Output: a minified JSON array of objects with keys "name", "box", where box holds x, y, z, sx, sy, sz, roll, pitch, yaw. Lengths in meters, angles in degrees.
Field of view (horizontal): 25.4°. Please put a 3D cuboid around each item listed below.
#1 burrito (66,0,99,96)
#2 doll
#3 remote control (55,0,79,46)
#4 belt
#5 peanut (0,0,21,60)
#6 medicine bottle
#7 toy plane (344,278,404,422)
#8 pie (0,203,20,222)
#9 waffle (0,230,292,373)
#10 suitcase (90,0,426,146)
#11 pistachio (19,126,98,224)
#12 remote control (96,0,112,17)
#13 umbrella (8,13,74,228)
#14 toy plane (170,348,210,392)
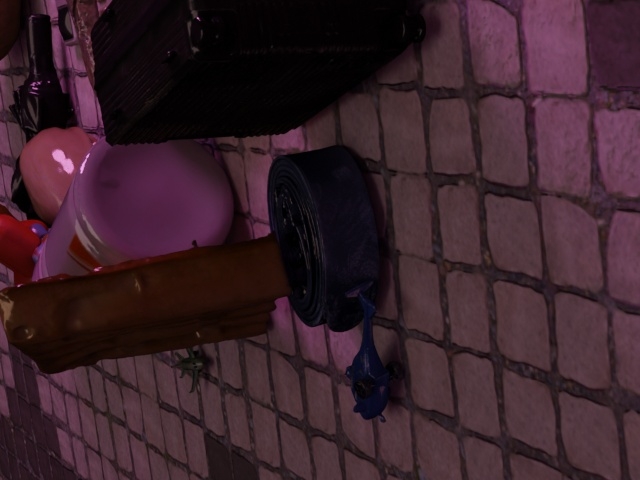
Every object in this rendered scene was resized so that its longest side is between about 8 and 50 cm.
[{"name":"burrito","box":[-0.328,-0.289,2.037,0.051,0.042,0.171,2,105,52]},{"name":"doll","box":[-0.378,0.053,2.062,0.290,0.130,0.161,39,168,-27]},{"name":"remote control","box":[-0.393,-0.420,2.117,0.067,0.029,0.261,4,105,62]},{"name":"belt","box":[0.000,0.000,1.485,0.141,0.082,0.190,-165,65,-66]},{"name":"peanut","box":[-0.570,-0.425,2.303,0.387,0.169,0.192,106,147,-44]},{"name":"medicine bottle","box":[-0.249,0.008,1.836,0.202,0.202,0.316,68,152,17]},{"name":"toy plane","box":[0.047,0.119,1.464,0.062,0.054,0.167,34,137,41]},{"name":"pie","box":[-0.463,0.016,2.265,0.069,0.273,0.273,-55,37,-1]},{"name":"waffle","box":[-0.198,0.078,1.587,0.348,0.304,0.077,115,143,-78]},{"name":"suitcase","box":[-0.076,-0.208,1.384,0.335,0.229,0.152,154,110,-63]},{"name":"pistachio","box":[-0.371,-0.086,2.105,0.215,0.144,0.144,52,144,43]},{"name":"remote control","box":[-0.265,-0.359,1.869,0.103,0.055,0.277,2,103,62]},{"name":"umbrella","box":[-0.435,-0.185,2.228,0.118,0.118,0.340,28,122,56]},{"name":"toy plane","box":[-0.176,0.170,1.954,0.083,0.033,0.080,-10,91,56]}]
